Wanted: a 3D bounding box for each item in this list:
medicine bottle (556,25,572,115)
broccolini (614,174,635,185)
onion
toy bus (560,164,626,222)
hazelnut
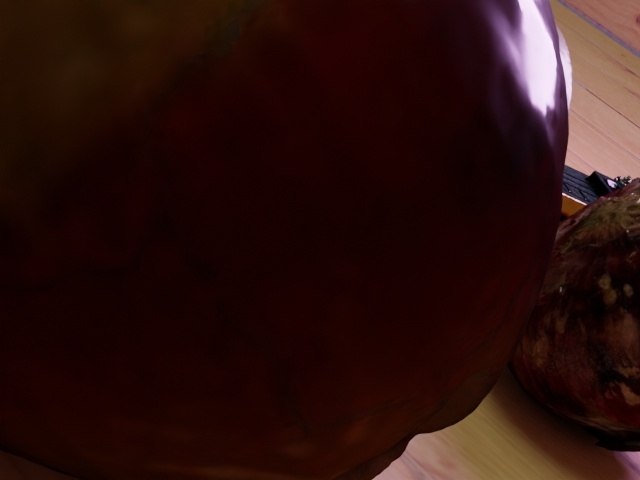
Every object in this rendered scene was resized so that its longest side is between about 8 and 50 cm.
[{"bbox_3d":[-0.017,-0.157,1.121,0.406,0.235,0.235,19,23,-30],"label":"medicine bottle"},{"bbox_3d":[0.432,-0.003,1.651,0.216,0.058,0.067,42,20,25],"label":"broccolini"},{"bbox_3d":[0.259,0.054,1.041,0.190,0.246,0.246,53,14,-18],"label":"onion"},{"bbox_3d":[0.267,-0.010,1.340,0.335,0.123,0.121,22,23,-22],"label":"toy bus"},{"bbox_3d":[-0.083,-0.070,0.674,0.402,0.402,0.429,10,37,-44],"label":"hazelnut"}]
